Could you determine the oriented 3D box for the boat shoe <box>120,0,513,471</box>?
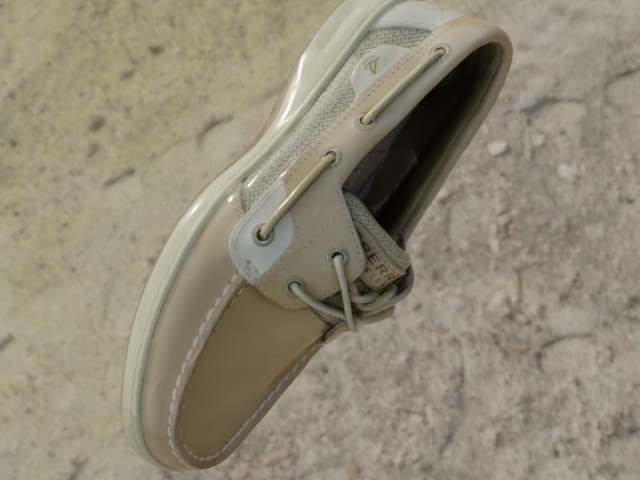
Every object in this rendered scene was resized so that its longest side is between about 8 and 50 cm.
[{"bbox_3d":[0.000,0.000,0.687,0.098,0.109,0.302,26,80,38],"label":"boat shoe"}]
